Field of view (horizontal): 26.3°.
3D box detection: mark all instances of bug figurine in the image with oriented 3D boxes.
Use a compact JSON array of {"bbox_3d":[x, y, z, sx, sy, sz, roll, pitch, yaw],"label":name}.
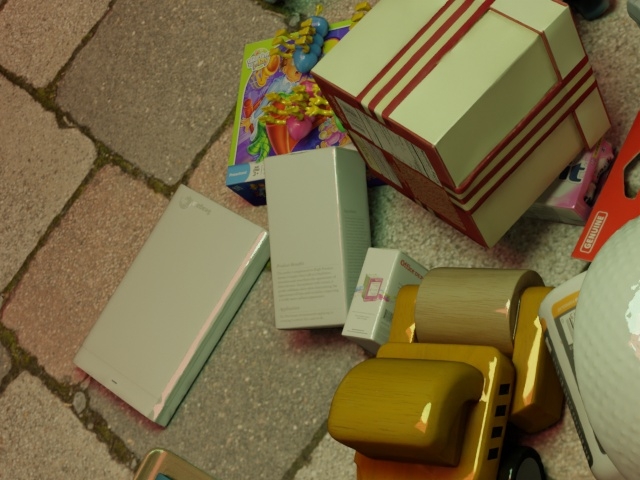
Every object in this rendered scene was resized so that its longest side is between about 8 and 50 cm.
[{"bbox_3d":[0.024,-0.235,1.812,0.279,0.072,0.216,-3,62,55],"label":"bug figurine"}]

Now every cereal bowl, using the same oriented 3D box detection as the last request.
[{"bbox_3d":[0.423,0.110,1.324,0.141,0.339,0.339,-30,45,61],"label":"cereal bowl"}]

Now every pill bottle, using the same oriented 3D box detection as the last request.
[{"bbox_3d":[0.347,0.171,1.459,0.162,0.162,0.278,-26,65,21],"label":"pill bottle"}]

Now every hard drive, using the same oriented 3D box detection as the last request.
[{"bbox_3d":[-0.211,0.088,1.962,0.203,0.040,0.307,28,85,39],"label":"hard drive"}]

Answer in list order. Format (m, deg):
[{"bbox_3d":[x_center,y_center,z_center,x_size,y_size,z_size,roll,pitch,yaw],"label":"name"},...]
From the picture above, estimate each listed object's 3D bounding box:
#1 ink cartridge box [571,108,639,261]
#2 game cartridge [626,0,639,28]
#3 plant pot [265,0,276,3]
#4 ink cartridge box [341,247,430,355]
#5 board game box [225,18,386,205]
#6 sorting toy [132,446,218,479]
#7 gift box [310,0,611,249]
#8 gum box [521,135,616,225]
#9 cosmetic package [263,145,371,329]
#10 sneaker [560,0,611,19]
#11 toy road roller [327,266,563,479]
[{"bbox_3d":[0.437,-0.082,1.575,0.239,0.060,0.275,14,68,37],"label":"ink cartridge box"},{"bbox_3d":[0.512,-0.252,1.586,0.196,0.060,0.294,-28,42,-4],"label":"game cartridge"},{"bbox_3d":[-0.051,-0.538,2.037,0.255,0.271,0.271,-38,50,-7],"label":"plant pot"},{"bbox_3d":[0.086,0.080,1.733,0.052,0.088,0.122,7,71,39],"label":"ink cartridge box"},{"bbox_3d":[0.043,-0.189,1.903,0.347,0.078,0.233,-9,63,31],"label":"board game box"},{"bbox_3d":[-0.219,0.445,1.788,0.229,0.041,0.307,22,81,39],"label":"sorting toy"},{"bbox_3d":[0.163,-0.196,1.618,0.258,0.255,0.276,-45,55,-9],"label":"gift box"},{"bbox_3d":[0.269,-0.086,1.710,0.188,0.062,0.107,10,74,36],"label":"gum box"},{"bbox_3d":[0.000,0.000,1.787,0.117,0.085,0.231,-5,84,31],"label":"cosmetic package"},{"bbox_3d":[0.223,-0.343,1.718,0.131,0.350,0.148,132,131,-59],"label":"sneaker"},{"bbox_3d":[0.140,0.165,1.556,0.202,0.240,0.329,0,68,34],"label":"toy road roller"}]
